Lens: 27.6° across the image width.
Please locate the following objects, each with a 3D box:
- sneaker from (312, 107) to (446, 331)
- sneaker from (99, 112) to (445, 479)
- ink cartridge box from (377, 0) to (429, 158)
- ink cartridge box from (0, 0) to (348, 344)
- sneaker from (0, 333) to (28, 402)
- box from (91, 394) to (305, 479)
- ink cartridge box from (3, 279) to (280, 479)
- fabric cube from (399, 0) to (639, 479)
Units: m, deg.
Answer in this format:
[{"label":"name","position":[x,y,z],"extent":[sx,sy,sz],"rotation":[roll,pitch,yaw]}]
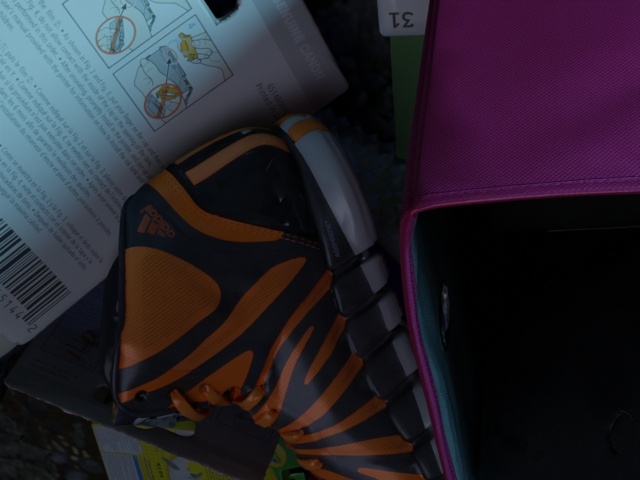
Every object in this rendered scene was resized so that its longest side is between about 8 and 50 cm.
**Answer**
[{"label":"sneaker","position":[0.000,-0.001,0.903],"extent":[0.293,0.102,0.146],"rotation":[34,129,3]},{"label":"sneaker","position":[-0.030,0.099,0.780],"extent":[0.180,0.124,0.321],"rotation":[-24,97,-14]},{"label":"ink cartridge box","position":[0.120,-0.138,0.779],"extent":[0.171,0.056,0.235],"rotation":[0,124,8]},{"label":"ink cartridge box","position":[-0.149,-0.111,0.705],"extent":[0.261,0.066,0.296],"rotation":[-38,139,-6]},{"label":"sneaker","position":[-0.285,0.079,1.029],"extent":[0.350,0.131,0.148],"rotation":[-29,153,34]},{"label":"box","position":[-0.097,0.186,1.112],"extent":[0.179,0.043,0.105],"rotation":[3,127,17]},{"label":"ink cartridge box","position":[-0.099,0.080,0.913],"extent":[0.181,0.225,0.056],"rotation":[22,127,1]},{"label":"fabric cube","position":[0.189,-0.018,0.665],"extent":[0.259,0.258,0.254],"rotation":[-3,133,12]}]
